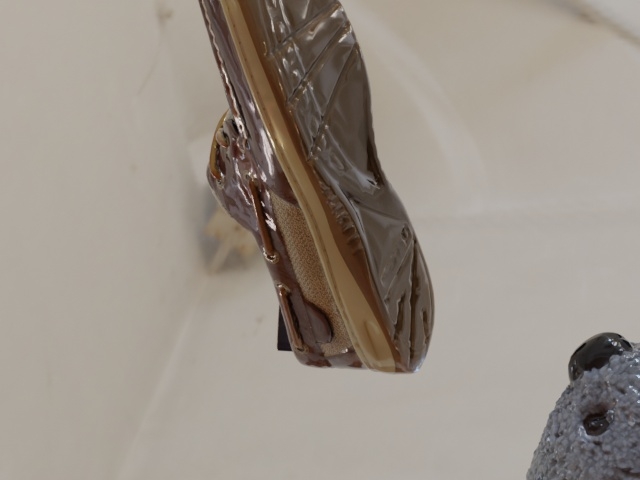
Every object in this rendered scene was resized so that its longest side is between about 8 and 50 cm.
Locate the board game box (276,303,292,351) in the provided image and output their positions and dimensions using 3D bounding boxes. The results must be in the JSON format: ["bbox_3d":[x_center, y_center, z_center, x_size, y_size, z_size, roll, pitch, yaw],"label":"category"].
[{"bbox_3d":[0.000,0.000,1.368,0.042,0.243,0.165,3,-84,5],"label":"board game box"}]

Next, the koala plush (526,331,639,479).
[{"bbox_3d":[0.197,0.098,0.762,0.221,0.196,0.203,-34,-85,3],"label":"koala plush"}]

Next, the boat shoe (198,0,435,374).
[{"bbox_3d":[-0.028,-0.051,1.053,0.123,0.123,0.342,-6,-56,28],"label":"boat shoe"}]
